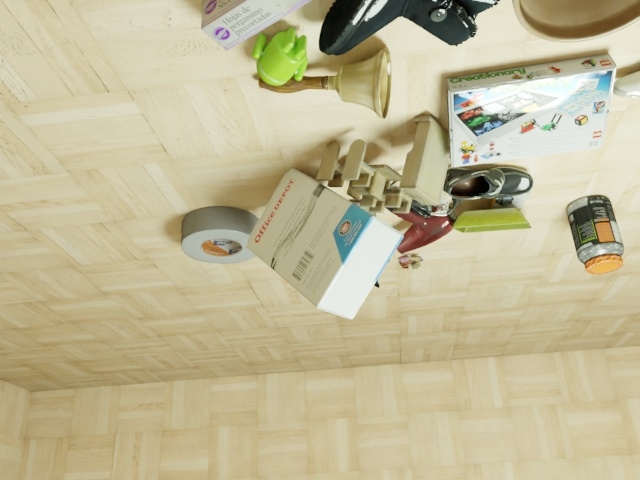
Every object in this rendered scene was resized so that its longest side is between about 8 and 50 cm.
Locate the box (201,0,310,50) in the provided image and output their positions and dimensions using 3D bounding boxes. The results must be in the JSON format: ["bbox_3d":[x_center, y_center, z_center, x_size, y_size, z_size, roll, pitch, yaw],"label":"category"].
[{"bbox_3d":[-0.043,-0.395,0.928,0.323,0.067,0.063,-18,149,31],"label":"box"}]

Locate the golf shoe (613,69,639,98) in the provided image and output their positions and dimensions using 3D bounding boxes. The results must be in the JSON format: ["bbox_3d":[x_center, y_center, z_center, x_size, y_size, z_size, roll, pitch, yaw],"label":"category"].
[{"bbox_3d":[0.641,-0.326,1.162,0.176,0.069,0.086,-13,132,14],"label":"golf shoe"}]

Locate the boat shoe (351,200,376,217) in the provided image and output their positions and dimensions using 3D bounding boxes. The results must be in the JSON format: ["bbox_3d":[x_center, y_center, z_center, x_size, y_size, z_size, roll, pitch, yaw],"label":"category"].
[{"bbox_3d":[0.127,0.009,1.714,0.123,0.117,0.324,-12,153,18],"label":"boat shoe"}]

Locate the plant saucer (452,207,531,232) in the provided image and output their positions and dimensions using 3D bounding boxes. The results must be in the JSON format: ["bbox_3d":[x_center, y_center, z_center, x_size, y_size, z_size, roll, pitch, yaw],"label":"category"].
[{"bbox_3d":[0.455,-0.054,1.633,0.188,0.045,0.188,-4,175,21],"label":"plant saucer"}]

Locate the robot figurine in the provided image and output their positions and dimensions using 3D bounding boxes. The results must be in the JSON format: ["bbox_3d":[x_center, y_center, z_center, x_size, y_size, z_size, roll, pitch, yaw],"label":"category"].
[{"bbox_3d":[-0.069,-0.317,1.081,0.101,0.067,0.115,19,147,-27],"label":"robot figurine"}]

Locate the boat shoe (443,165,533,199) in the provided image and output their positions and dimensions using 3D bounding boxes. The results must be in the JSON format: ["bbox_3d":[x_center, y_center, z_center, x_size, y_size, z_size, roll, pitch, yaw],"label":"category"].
[{"bbox_3d":[0.402,-0.130,1.475,0.232,0.079,0.084,1,116,-8],"label":"boat shoe"}]

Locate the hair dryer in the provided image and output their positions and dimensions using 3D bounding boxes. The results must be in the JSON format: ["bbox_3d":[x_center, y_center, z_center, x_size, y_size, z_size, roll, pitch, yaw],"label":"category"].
[{"bbox_3d":[0.254,-0.068,1.632,0.223,0.080,0.294,2,139,-3],"label":"hair dryer"}]

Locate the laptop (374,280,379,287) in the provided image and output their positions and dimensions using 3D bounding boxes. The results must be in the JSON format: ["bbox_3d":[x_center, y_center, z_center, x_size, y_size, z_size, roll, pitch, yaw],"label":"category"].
[{"bbox_3d":[0.015,0.065,1.668,0.234,0.137,0.264,33,166,25],"label":"laptop"}]

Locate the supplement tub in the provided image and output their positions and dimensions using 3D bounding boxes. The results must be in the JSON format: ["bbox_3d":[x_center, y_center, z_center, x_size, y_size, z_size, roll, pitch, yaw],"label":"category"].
[{"bbox_3d":[0.733,-0.013,1.643,0.116,0.191,0.117,-2,154,-1],"label":"supplement tub"}]

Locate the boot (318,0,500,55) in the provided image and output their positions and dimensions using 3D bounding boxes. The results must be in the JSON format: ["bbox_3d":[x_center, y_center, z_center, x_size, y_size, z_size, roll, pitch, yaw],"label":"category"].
[{"bbox_3d":[0.140,-0.356,0.990,0.207,0.094,0.246,18,142,-28],"label":"boot"}]

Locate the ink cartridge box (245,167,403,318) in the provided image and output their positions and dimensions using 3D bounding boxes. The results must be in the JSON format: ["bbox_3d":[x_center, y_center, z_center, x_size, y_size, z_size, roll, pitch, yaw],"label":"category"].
[{"bbox_3d":[0.000,0.000,1.400,0.129,0.223,0.307,25,-173,-45],"label":"ink cartridge box"}]

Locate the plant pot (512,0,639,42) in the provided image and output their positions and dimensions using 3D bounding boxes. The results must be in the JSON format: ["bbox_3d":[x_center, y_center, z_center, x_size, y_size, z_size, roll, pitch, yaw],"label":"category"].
[{"bbox_3d":[0.391,-0.409,0.891,0.237,0.110,0.237,-2,153,-1],"label":"plant pot"}]

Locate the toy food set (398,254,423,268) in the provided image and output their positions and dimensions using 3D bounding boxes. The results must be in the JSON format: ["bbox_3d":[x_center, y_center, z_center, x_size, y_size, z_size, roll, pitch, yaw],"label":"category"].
[{"bbox_3d":[0.284,0.066,1.961,0.077,0.019,0.122,-1,162,-3],"label":"toy food set"}]

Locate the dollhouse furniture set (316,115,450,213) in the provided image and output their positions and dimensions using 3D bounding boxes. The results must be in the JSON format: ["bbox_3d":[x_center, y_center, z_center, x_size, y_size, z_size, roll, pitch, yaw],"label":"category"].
[{"bbox_3d":[0.155,-0.172,1.377,0.242,0.161,0.212,4,164,43],"label":"dollhouse furniture set"}]

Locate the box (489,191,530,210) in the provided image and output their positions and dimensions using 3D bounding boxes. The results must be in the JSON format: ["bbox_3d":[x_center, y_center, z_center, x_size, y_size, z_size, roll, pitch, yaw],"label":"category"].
[{"bbox_3d":[0.491,-0.119,1.591,0.081,0.028,0.136,-2,152,0],"label":"box"}]

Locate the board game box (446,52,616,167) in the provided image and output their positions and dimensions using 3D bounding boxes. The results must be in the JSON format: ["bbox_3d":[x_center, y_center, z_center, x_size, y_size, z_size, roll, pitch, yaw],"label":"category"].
[{"bbox_3d":[0.408,-0.251,1.223,0.305,0.053,0.193,-6,136,8],"label":"board game box"}]

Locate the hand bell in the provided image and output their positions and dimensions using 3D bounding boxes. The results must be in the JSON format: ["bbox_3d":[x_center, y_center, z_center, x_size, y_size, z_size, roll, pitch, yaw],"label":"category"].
[{"bbox_3d":[0.002,-0.290,1.139,0.241,0.126,0.126,4,156,15],"label":"hand bell"}]

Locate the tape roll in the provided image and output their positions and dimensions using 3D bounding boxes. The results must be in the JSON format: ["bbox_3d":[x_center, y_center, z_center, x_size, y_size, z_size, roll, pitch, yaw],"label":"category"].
[{"bbox_3d":[-0.270,-0.011,1.686,0.219,0.072,0.219,-2,153,-1],"label":"tape roll"}]
